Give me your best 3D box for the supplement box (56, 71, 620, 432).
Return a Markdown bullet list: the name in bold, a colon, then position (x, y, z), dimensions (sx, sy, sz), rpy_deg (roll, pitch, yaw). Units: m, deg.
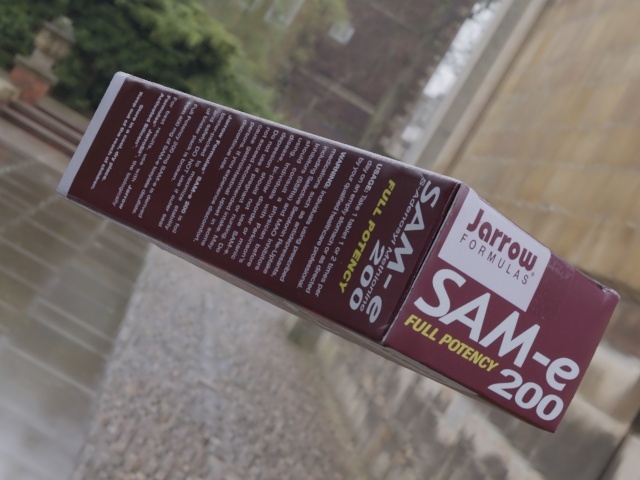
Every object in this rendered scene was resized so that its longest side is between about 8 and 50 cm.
- **supplement box**: position (0.000, 0.000, 0.620), dimensions (0.239, 0.073, 0.130), rpy_deg (21, -7, 46)
